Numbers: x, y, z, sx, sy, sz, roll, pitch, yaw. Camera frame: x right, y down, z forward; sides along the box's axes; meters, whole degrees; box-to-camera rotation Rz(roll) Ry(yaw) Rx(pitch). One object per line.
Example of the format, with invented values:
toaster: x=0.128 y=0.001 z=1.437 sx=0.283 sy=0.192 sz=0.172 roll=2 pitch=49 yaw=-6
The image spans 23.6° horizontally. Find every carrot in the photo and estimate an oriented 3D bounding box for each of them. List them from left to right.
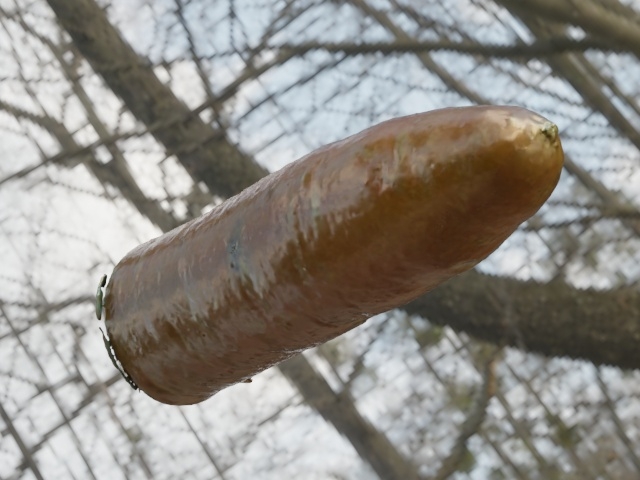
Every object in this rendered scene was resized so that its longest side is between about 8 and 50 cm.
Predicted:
carrot: x=0.000 y=0.000 z=0.358 sx=0.048 sy=0.048 sz=0.139 roll=-12 pitch=-11 yaw=-42
